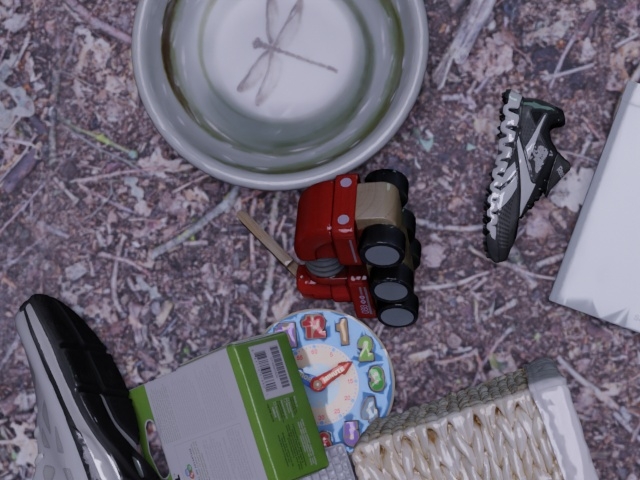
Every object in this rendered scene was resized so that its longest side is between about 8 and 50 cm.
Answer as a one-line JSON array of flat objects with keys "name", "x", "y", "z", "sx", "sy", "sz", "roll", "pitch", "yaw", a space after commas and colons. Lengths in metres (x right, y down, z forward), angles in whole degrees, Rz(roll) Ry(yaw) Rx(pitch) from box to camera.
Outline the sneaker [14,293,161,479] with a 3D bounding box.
[{"name": "sneaker", "x": -0.362, "y": 0.307, "z": 1.826, "sx": 0.257, "sy": 0.169, "sz": 0.447, "roll": -29, "pitch": 74, "yaw": 10}]

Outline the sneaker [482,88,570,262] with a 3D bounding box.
[{"name": "sneaker", "x": 0.276, "y": -0.082, "z": 1.850, "sx": 0.106, "sy": 0.078, "sz": 0.234, "roll": 9, "pitch": 83, "yaw": 9}]

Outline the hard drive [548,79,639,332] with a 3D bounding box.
[{"name": "hard drive", "x": 0.447, "y": -0.032, "z": 1.825, "sx": 0.203, "sy": 0.040, "sz": 0.308, "roll": 20, "pitch": 93, "yaw": 10}]

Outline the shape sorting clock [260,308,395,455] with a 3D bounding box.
[{"name": "shape sorting clock", "x": -0.003, "y": 0.194, "z": 1.866, "sx": 0.206, "sy": 0.040, "sz": 0.206, "roll": -1, "pitch": 83, "yaw": 6}]

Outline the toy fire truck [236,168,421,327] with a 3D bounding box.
[{"name": "toy fire truck", "x": 0.000, "y": 0.000, "z": 1.812, "sx": 0.246, "sy": 0.217, "sz": 0.158, "roll": -3, "pitch": 55, "yaw": 10}]

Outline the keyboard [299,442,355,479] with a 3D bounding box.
[{"name": "keyboard", "x": 0.036, "y": 0.400, "z": 1.841, "sx": 0.072, "sy": 0.014, "sz": 0.256, "roll": -18, "pitch": 88, "yaw": 3}]

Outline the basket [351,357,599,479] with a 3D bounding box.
[{"name": "basket", "x": 0.216, "y": 0.338, "z": 1.677, "sx": 0.266, "sy": 0.331, "sz": 0.328, "roll": -18, "pitch": 87, "yaw": 4}]

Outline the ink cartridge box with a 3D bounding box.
[{"name": "ink cartridge box", "x": -0.131, "y": 0.246, "z": 1.839, "sx": 0.255, "sy": 0.097, "sz": 0.189, "roll": -25, "pitch": 80, "yaw": 44}]

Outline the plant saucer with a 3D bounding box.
[{"name": "plant saucer", "x": -0.051, "y": -0.260, "z": 1.891, "sx": 0.400, "sy": 0.100, "sz": 0.400, "roll": -1, "pitch": 84, "yaw": 6}]
